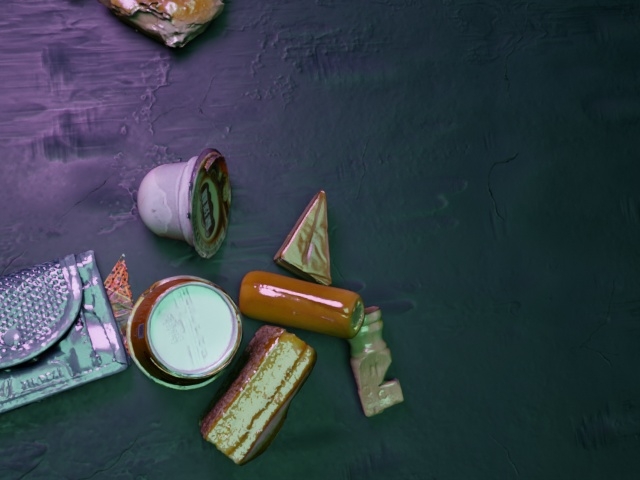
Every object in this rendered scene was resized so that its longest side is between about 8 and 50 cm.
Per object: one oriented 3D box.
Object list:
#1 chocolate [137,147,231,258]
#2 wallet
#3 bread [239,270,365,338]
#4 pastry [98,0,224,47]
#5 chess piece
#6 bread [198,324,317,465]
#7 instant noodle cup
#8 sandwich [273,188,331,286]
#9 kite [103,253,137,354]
[{"bbox_3d":[-0.256,-0.078,1.411,0.147,0.221,0.221,10,79,15],"label":"chocolate"},{"bbox_3d":[-0.534,0.173,1.351,0.342,0.075,0.237,-19,81,-13],"label":"wallet"},{"bbox_3d":[-0.037,0.117,1.426,0.239,0.074,0.092,11,77,14],"label":"bread"},{"bbox_3d":[-0.300,-0.508,1.472,0.257,0.121,0.235,31,77,-7],"label":"pastry"},{"bbox_3d":[0.097,0.234,1.484,0.090,0.090,0.200,-15,93,-14],"label":"chess piece"},{"bbox_3d":[-0.112,0.271,1.373,0.110,0.184,0.234,36,78,-9],"label":"bread"},{"bbox_3d":[-0.232,0.160,1.365,0.216,0.172,0.215,2,81,-16],"label":"instant noodle cup"},{"bbox_3d":[0.000,0.000,1.491,0.113,0.079,0.163,33,75,-8],"label":"sandwich"},{"bbox_3d":[-0.394,0.147,1.421,0.125,0.008,0.222,-17,86,-12],"label":"kite"}]
